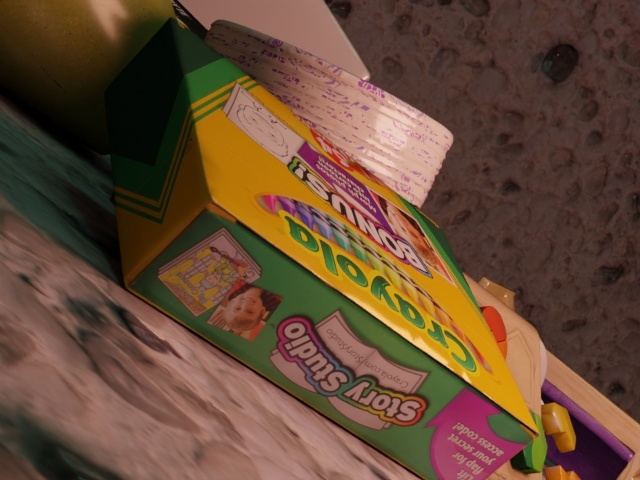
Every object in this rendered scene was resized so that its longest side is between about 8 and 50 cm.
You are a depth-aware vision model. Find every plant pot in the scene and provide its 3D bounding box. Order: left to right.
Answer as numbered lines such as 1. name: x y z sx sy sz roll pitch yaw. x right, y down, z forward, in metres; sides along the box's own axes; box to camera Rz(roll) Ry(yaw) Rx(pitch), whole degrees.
1. plant pot: -0.276 -0.246 1.411 0.293 0.275 0.275 54 -2 -19

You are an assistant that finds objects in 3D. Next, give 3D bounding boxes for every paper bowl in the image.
1. paper bowl: -0.015 -0.108 1.377 0.284 0.148 0.284 26 1 0

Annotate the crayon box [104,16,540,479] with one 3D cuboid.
1. crayon box: -0.006 0.011 1.101 0.363 0.106 0.313 36 18 -29

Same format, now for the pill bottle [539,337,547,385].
1. pill bottle: 0.181 0.129 1.785 0.146 0.146 0.264 36 4 -36

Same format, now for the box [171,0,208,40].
1. box: -0.250 -0.269 1.716 0.257 0.079 0.322 5 33 -48

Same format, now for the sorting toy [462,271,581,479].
1. sorting toy: 0.208 0.168 1.351 0.307 0.041 0.229 34 47 -49

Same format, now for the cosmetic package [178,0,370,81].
1. cosmetic package: -0.135 -0.305 2.209 0.329 0.327 0.393 57 3 -2

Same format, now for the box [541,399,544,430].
1. box: 0.138 0.102 1.479 0.290 0.087 0.169 55 -4 -30

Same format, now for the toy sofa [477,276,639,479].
1. toy sofa: 0.332 0.229 1.890 0.362 0.177 0.150 40 8 24

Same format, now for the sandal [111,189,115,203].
1. sandal: -0.113 -0.008 1.205 0.219 0.060 0.090 39 2 43
